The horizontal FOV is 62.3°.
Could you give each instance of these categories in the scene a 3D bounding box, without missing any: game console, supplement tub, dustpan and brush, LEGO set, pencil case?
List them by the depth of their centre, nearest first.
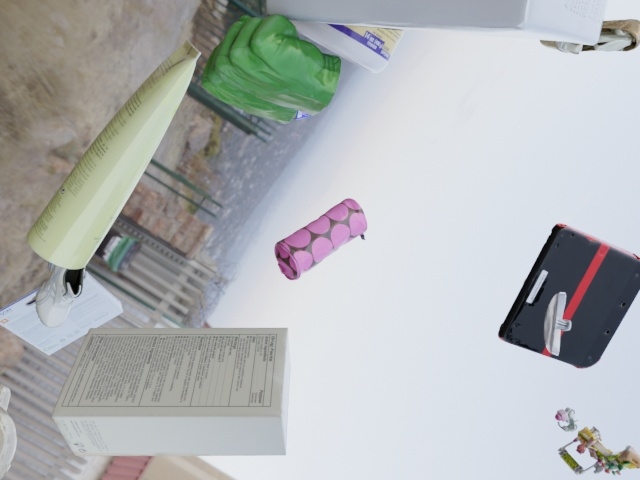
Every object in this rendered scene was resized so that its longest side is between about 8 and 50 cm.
[{"bbox_3d":[0.000,0.000,1.053,0.209,0.095,0.098,-31,-179,-33],"label":"pencil case"},{"bbox_3d":[0.108,-0.564,1.147,0.332,0.240,0.241,-61,-175,17],"label":"supplement tub"},{"bbox_3d":[0.586,0.206,1.307,0.211,0.060,0.148,34,65,-76],"label":"dustpan and brush"},{"bbox_3d":[0.703,0.553,1.365,0.107,0.132,0.287,-27,-171,-5],"label":"LEGO set"},{"bbox_3d":[0.747,0.175,1.569,0.060,0.341,0.387,-106,-142,-75],"label":"game console"}]

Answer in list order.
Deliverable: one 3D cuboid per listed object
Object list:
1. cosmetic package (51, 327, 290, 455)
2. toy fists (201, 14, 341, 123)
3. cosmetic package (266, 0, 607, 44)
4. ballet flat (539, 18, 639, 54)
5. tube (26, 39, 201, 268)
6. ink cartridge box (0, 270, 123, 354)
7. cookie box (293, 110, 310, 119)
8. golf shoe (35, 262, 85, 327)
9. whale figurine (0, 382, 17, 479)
[{"bbox_3d":[-0.201,0.220,0.784,0.160,0.309,0.113,-88,179,-50],"label":"cosmetic package"},{"bbox_3d":[-0.081,-0.233,0.730,0.279,0.142,0.096,-158,-97,-68],"label":"toy fists"},{"bbox_3d":[0.180,-0.430,0.656,0.393,0.329,0.328,-23,125,-51],"label":"cosmetic package"},{"bbox_3d":[0.572,-0.429,1.124,0.206,0.073,0.067,4,-127,29],"label":"ballet flat"},{"bbox_3d":[-0.185,-0.082,0.497,0.240,0.070,0.062,-53,163,9],"label":"tube"},{"bbox_3d":[-0.641,0.167,1.299,0.223,0.045,0.224,-30,143,-6],"label":"ink cartridge box"},{"bbox_3d":[-0.080,-0.333,1.290,0.092,0.107,0.040,-35,144,-58],"label":"cookie box"},{"bbox_3d":[-0.499,0.100,1.023,0.086,0.069,0.176,32,-71,40],"label":"golf shoe"},{"bbox_3d":[-0.632,0.311,0.881,0.216,0.272,0.141,-31,167,-42],"label":"whale figurine"}]
